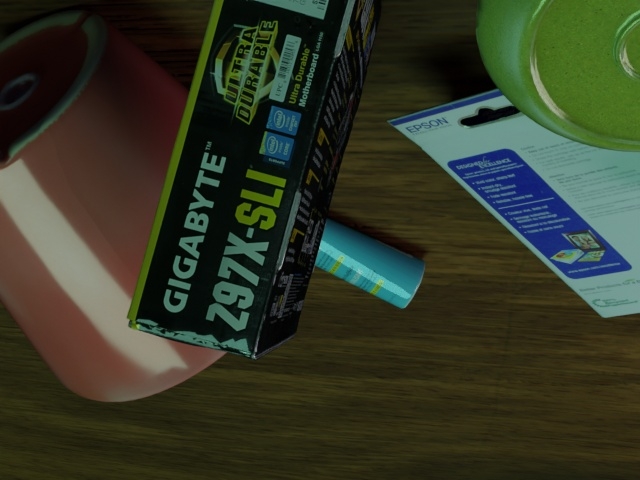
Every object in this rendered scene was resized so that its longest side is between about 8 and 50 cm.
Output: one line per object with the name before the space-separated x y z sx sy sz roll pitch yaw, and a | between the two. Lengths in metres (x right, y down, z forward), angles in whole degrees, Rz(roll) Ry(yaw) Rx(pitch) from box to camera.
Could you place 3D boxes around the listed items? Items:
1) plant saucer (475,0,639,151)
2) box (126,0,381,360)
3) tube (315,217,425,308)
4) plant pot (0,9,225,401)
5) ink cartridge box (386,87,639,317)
plant saucer | 0.222 -0.136 0.867 0.241 0.037 0.241 1 138 1
box | -0.028 -0.063 0.853 0.079 0.257 0.322 13 179 3
tube | 0.000 0.000 1.311 0.207 0.052 0.080 25 145 -5
plant pot | -0.187 -0.042 1.129 0.275 0.275 0.243 -6 136 36
ink cartridge box | 0.218 -0.047 1.083 0.165 0.065 0.332 -11 144 40
